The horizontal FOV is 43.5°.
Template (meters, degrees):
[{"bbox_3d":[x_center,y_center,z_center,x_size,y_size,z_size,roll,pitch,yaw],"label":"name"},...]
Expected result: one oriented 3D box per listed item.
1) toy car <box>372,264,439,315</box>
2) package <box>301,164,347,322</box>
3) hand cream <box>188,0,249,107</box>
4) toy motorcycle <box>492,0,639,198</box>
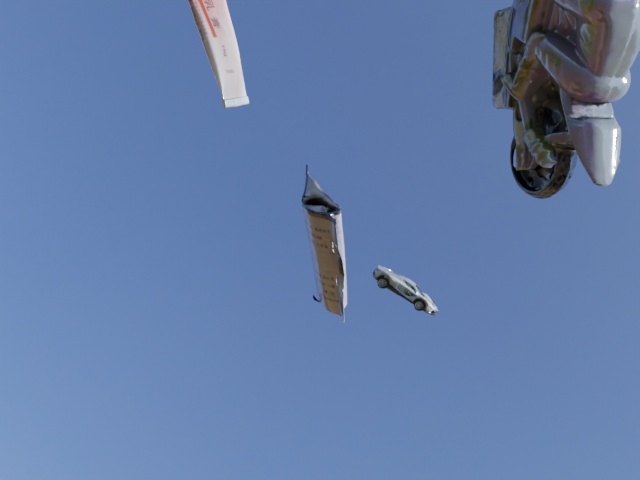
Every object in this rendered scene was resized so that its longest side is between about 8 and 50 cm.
[{"bbox_3d":[0.106,0.060,0.980,0.093,0.041,0.025,31,-80,6],"label":"toy car"},{"bbox_3d":[0.000,0.000,1.437,0.062,0.251,0.203,-10,-62,-7],"label":"package"},{"bbox_3d":[-0.116,-0.240,0.811,0.038,0.052,0.216,-7,-77,50],"label":"hand cream"},{"bbox_3d":[0.177,-0.145,0.563,0.152,0.073,0.224,172,-84,-68],"label":"toy motorcycle"}]
